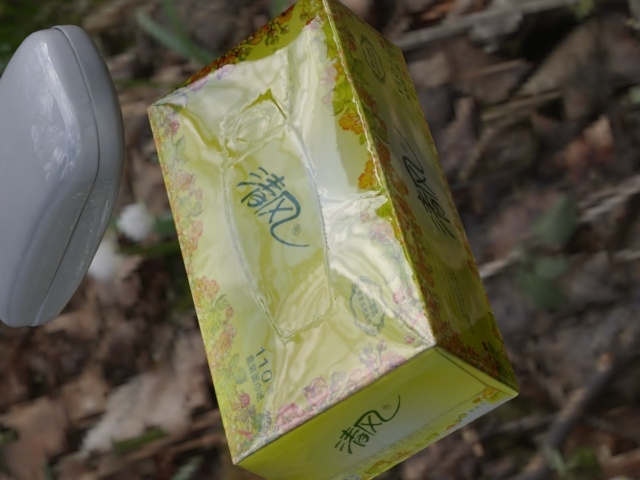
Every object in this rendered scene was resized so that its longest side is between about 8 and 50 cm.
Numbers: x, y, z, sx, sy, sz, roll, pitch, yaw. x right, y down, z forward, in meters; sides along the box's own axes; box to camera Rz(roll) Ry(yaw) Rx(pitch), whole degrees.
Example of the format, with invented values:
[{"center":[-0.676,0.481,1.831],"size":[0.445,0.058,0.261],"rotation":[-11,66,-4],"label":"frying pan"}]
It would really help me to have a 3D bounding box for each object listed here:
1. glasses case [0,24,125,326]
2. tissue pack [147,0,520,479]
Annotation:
[{"center":[-0.153,-0.030,1.051],"size":[0.092,0.059,0.233],"rotation":[67,152,22],"label":"glasses case"},{"center":[0.000,0.000,0.743],"size":[0.095,0.062,0.176],"rotation":[-32,53,23],"label":"tissue pack"}]
